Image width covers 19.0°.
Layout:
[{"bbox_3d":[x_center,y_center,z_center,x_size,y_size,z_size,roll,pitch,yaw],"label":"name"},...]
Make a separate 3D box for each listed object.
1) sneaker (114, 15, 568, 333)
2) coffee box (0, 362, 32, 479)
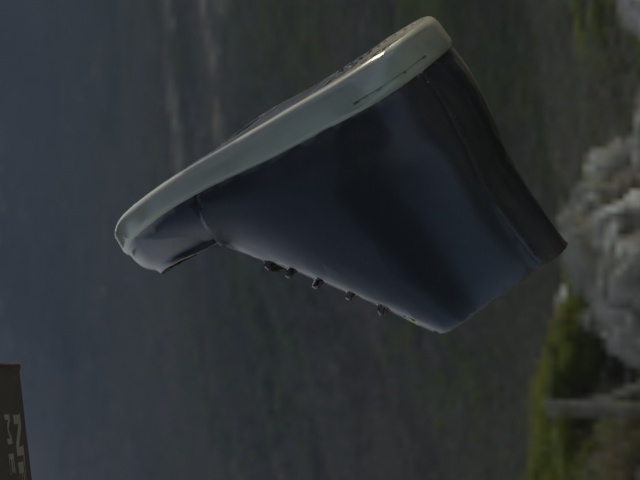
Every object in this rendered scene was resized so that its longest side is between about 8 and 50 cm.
[{"bbox_3d":[0.000,0.000,0.835,0.222,0.083,0.118,-27,99,49],"label":"sneaker"},{"bbox_3d":[-0.158,0.191,0.649,0.168,0.119,0.297,65,-161,-84],"label":"coffee box"}]
